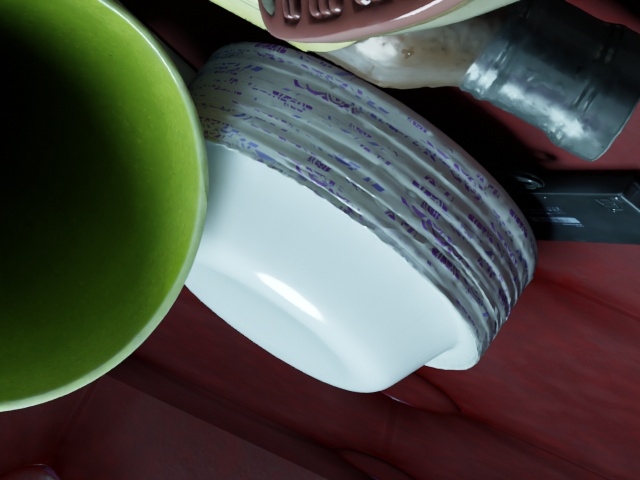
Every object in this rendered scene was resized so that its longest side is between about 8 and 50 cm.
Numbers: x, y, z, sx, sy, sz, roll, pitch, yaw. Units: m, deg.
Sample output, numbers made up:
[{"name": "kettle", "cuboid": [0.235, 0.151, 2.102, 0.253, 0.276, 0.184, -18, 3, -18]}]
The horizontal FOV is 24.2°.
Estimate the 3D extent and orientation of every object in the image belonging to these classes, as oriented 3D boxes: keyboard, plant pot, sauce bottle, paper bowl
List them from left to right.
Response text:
[{"name": "plant pot", "cuboid": [-0.257, -0.054, 1.027, 0.275, 0.275, 0.293, 36, 174, -27]}, {"name": "paper bowl", "cuboid": [0.000, 0.000, 1.067, 0.284, 0.148, 0.284, 33, 164, 10]}, {"name": "sauce bottle", "cuboid": [0.006, -0.151, 0.758, 0.344, 0.111, 0.111, 26, 162, -3]}, {"name": "keyboard", "cuboid": [0.153, -0.030, 1.024, 0.108, 0.023, 0.180, 32, 162, -35]}]

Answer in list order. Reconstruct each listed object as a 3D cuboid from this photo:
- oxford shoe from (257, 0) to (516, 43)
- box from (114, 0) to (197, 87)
[{"name": "oxford shoe", "cuboid": [0.106, -0.142, 0.559, 0.130, 0.123, 0.348, 8, 166, -37]}, {"name": "box", "cuboid": [-0.274, -0.174, 1.169, 0.322, 0.058, 0.232, 6, 153, 45]}]
